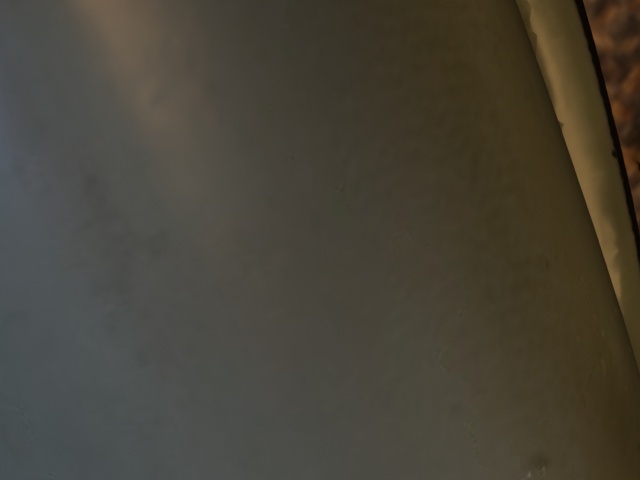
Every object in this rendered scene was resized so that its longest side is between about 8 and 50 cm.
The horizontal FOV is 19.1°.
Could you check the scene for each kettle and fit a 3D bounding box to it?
[{"bbox_3d":[0.000,0.000,0.445,0.240,0.165,0.255,-45,120,-38],"label":"kettle"}]
